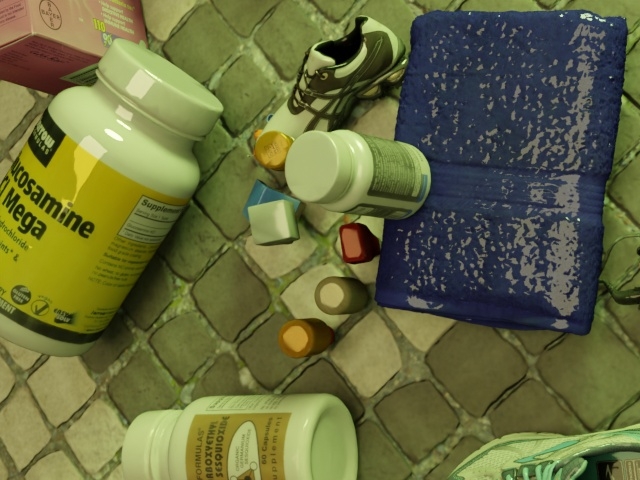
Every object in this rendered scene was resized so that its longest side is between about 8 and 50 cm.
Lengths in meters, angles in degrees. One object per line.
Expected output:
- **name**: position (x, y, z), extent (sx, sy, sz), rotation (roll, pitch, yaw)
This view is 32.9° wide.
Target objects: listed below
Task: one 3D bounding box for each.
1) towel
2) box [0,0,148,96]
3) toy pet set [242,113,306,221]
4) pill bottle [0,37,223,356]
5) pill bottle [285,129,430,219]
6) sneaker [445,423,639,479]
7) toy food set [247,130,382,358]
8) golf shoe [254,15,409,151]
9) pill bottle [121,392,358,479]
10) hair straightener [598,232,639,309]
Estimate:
- **towel**: position (0.178, -0.069, 1.065), extent (0.228, 0.076, 0.308), rotation (8, 91, 29)
- **box**: position (-0.318, -0.306, 1.259), extent (0.117, 0.213, 0.242), rotation (-16, 78, 25)
- **toy pet set**: position (-0.045, -0.072, 1.183), extent (0.122, 0.065, 0.114), rotation (28, 98, 26)
- **pill bottle**: position (-0.257, -0.050, 1.219), extent (0.188, 0.188, 0.334), rotation (40, 103, 24)
- **pill bottle**: position (0.035, -0.063, 1.022), extent (0.078, 0.137, 0.078), rotation (-4, 83, 40)
- **sneaker**: position (0.219, 0.222, 0.992), extent (0.283, 0.122, 0.110), rotation (-21, 76, 24)
- **toy food set**: position (0.000, 0.000, 1.129), extent (0.111, 0.104, 0.232), rotation (-13, 83, 15)
- **golf shoe**: position (-0.004, -0.162, 1.141), extent (0.198, 0.094, 0.077), rotation (-38, 43, 9)
- **pill bottle**: position (-0.088, 0.229, 1.141), extent (0.229, 0.131, 0.131), rotation (-6, 83, 26)
- **hair straightener**: position (0.355, 0.005, 0.983), extent (0.231, 0.047, 0.089), rotation (-14, 101, 31)
